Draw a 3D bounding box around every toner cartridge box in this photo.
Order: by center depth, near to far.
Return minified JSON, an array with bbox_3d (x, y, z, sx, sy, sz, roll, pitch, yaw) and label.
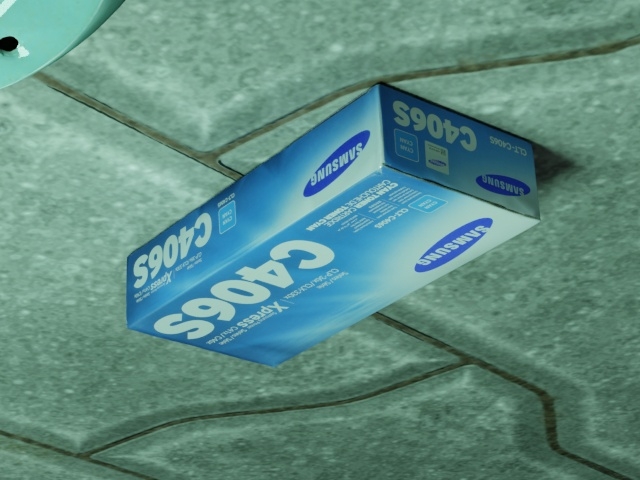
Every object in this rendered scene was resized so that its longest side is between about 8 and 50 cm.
[{"bbox_3d":[0.000,0.000,1.387,0.165,0.075,0.348,16,148,-35],"label":"toner cartridge box"}]

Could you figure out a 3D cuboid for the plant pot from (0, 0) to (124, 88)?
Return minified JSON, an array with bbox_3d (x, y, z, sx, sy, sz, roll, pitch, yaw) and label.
[{"bbox_3d":[-0.179,-0.200,0.725,0.293,0.235,0.293,-4,139,-4],"label":"plant pot"}]
